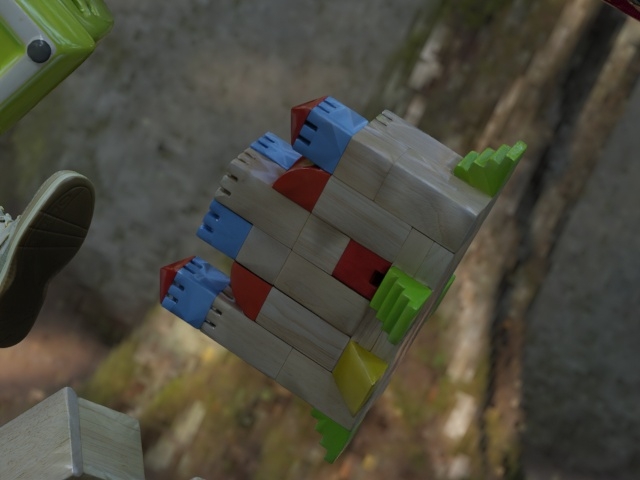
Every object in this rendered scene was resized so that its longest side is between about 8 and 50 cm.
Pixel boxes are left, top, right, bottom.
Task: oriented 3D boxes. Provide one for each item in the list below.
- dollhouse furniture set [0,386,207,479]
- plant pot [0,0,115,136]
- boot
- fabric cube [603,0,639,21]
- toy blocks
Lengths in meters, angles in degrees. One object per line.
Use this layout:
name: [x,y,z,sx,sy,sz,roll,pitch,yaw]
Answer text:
dollhouse furniture set: [-0.132,0.196,1.174,0.151,0.123,0.144,27,42,-42]
plant pot: [-0.305,-0.165,1.485,0.227,0.228,0.207,49,4,-15]
boot: [-0.333,-0.014,2.118,0.077,0.213,0.165,14,24,-41]
fabric cube: [0.212,-0.275,1.116,0.258,0.259,0.254,32,4,-43]
toy blocks: [0.000,0.000,1.996,0.261,0.381,0.191,33,30,8]
